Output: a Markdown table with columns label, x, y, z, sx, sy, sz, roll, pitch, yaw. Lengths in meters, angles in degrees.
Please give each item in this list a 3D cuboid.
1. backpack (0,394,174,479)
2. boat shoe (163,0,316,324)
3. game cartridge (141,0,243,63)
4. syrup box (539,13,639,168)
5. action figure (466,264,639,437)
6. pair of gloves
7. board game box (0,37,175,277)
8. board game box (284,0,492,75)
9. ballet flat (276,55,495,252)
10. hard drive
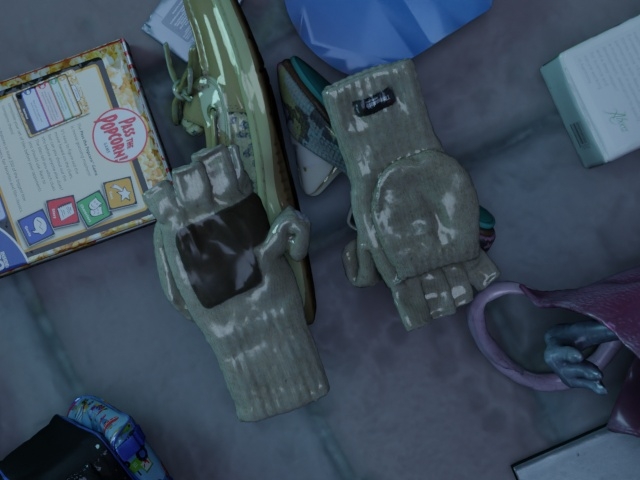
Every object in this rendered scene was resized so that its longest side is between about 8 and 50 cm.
| label | x | y | z | sx | sy | sz | roll | pitch | yaw |
| --- | --- | --- | --- | --- | --- | --- | --- | --- | --- |
| backpack | -0.159 | 0.222 | 1.151 | 0.117 | 0.158 | 0.173 | -38 | 105 | -18 |
| boat shoe | -0.072 | -0.065 | 1.170 | 0.089 | 0.104 | 0.285 | -12 | 94 | 3 |
| game cartridge | -0.097 | -0.186 | 1.213 | 0.056 | 0.017 | 0.083 | 38 | 90 | 2 |
| syrup box | 0.301 | -0.149 | 1.182 | 0.237 | 0.093 | 0.096 | -25 | 91 | -1 |
| action figure | 0.343 | 0.011 | 1.172 | 0.248 | 0.276 | 0.370 | 47 | 69 | -30 |
| pair of gloves | 0.000 | 0.000 | 1.121 | 0.240 | 0.042 | 0.204 | -29 | 102 | -7 |
| board game box | -0.220 | -0.058 | 1.197 | 0.193 | 0.045 | 0.146 | -19 | 91 | -1 |
| board game box | 0.052 | -0.207 | 1.209 | 0.169 | 0.033 | 0.133 | -33 | 86 | -6 |
| ballet flat | 0.036 | -0.049 | 1.194 | 0.221 | 0.077 | 0.079 | 39 | 109 | -2 |
| hard drive | 0.234 | 0.198 | 1.219 | 0.135 | 0.022 | 0.094 | -24 | 91 | -1 |
